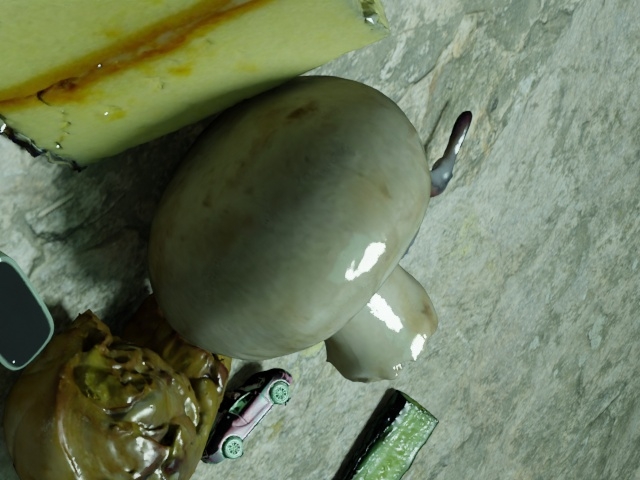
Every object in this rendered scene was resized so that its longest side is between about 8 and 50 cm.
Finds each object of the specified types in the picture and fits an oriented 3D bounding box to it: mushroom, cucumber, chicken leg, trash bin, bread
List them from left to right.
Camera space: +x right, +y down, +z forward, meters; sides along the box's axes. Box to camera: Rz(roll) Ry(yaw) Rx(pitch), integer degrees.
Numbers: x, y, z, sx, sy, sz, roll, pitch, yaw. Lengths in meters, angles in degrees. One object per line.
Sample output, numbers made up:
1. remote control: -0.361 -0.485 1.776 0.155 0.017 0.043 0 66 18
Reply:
1. trash bin: -0.285 0.032 1.078 0.059 0.130 0.116 -48 146 -22
2. bread: -0.162 -0.238 1.149 0.405 0.242 0.345 -25 149 4
3. chicken leg: -0.165 0.193 1.371 0.409 0.182 0.295 77 34 -52
4. mushroom: 0.000 0.000 1.282 0.290 0.297 0.297 40 79 -24
5. cucumber: 0.072 0.309 1.884 0.078 0.062 0.211 36 89 -25

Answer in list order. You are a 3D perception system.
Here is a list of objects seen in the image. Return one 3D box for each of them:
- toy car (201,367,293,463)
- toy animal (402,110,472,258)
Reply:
1. toy car: -0.090 0.195 1.554 0.055 0.069 0.142 47 69 -16
2. toy animal: 0.071 -0.031 1.579 0.324 0.090 0.195 -18 128 -46
